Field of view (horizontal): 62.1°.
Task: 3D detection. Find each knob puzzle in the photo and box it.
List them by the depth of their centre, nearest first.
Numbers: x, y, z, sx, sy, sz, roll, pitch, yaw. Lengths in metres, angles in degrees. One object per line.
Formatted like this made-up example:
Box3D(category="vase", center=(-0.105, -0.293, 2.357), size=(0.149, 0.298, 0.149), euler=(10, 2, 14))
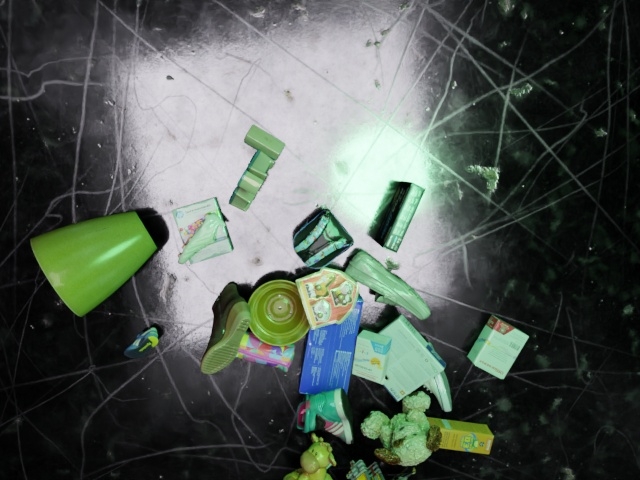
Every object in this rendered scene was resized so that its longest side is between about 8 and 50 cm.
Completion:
Box3D(category="knob puzzle", center=(0.037, 0.178, 1.709), size=(0.212, 0.030, 0.214), euler=(0, 90, -9))

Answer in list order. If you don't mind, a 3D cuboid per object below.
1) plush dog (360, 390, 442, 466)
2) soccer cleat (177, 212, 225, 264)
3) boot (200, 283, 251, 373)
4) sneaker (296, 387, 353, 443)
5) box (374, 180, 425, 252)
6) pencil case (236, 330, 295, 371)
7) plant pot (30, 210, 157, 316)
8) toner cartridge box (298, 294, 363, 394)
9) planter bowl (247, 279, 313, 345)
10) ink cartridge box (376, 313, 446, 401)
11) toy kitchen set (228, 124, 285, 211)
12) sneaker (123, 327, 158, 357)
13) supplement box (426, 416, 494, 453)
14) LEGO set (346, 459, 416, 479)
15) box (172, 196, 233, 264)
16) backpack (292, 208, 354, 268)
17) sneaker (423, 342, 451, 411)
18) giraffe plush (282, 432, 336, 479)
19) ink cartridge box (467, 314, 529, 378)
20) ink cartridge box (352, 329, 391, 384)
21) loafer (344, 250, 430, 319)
Box3D(category="plush dog", center=(0.288, 0.663, 1.769), size=(0.262, 0.225, 0.211), euler=(-27, 99, 3))
Box3D(category="soccer cleat", center=(-0.379, 0.003, 1.683), size=(0.076, 0.068, 0.196), euler=(36, 92, -10))
Box3D(category="boot", center=(-0.316, 0.281, 1.703), size=(0.090, 0.207, 0.249), euler=(33, 98, -34))
Box3D(category="sneaker", center=(0.012, 0.597, 1.767), size=(0.178, 0.124, 0.296), euler=(-8, 133, 8))
Box3D(category="box", center=(0.250, -0.078, 1.696), size=(0.051, 0.175, 0.221), euler=(23, 96, -6))
Box3D(category="pencil case", center=(-0.204, 0.364, 1.765), size=(0.236, 0.104, 0.105), euler=(14, 97, -6))
Box3D(category="plant pot", center=(-0.666, 0.040, 1.626), size=(0.293, 0.274, 0.275), euler=(-31, 99, -15))
Box3D(category="toner cartridge box", center=(0.033, 0.347, 1.790), size=(0.165, 0.075, 0.348), euler=(9, 97, -6))
Box3D(category="planter bowl", center=(-0.134, 0.231, 1.753), size=(0.216, 0.090, 0.218), euler=(0, 94, -4))
Box3D(category="ink cartridge box", center=(0.267, 0.396, 1.783), size=(0.223, 0.045, 0.224), euler=(49, 120, 6))
Box3D(category="toy kitchen set", center=(-0.229, -0.229, 1.703), size=(0.122, 0.166, 0.207), euler=(31, 58, -8))
Box3D(category="sneaker", center=(-0.592, 0.341, 1.762), size=(0.144, 0.059, 0.053), euler=(-32, 131, 16))
Box3D(category="supplement box", center=(0.481, 0.685, 1.864), size=(0.233, 0.080, 0.078), euler=(8, 99, -7))
Box3D(category="LEGO set", center=(0.168, 0.874, 1.814), size=(0.331, 0.192, 0.255), euler=(19, 119, -37))
Box3D(category="box", center=(-0.382, -0.032, 1.730), size=(0.145, 0.038, 0.186), euler=(-17, 97, -2))
Box3D(category="backpack", center=(0.000, 0.000, 1.719), size=(0.173, 0.117, 0.158), euler=(-40, 99, 2))
Box3D(category="sneaker", center=(0.380, 0.474, 1.834), size=(0.091, 0.094, 0.258), euler=(-19, 96, 20))
Box3D(category="giraffe plush", center=(-0.014, 0.751, 1.762), size=(0.181, 0.210, 0.171), euler=(20, 121, 19))
Box3D(category="ink cartridge box", center=(0.609, 0.367, 1.831), size=(0.127, 0.072, 0.175), euler=(29, 95, -7))
Box3D(category="ink cartridge box", center=(0.168, 0.403, 1.772), size=(0.104, 0.061, 0.182), euler=(14, 111, 22))
Box3D(category="loafer", center=(0.223, 0.165, 1.766), size=(0.319, 0.112, 0.111), euler=(38, 99, 0))
